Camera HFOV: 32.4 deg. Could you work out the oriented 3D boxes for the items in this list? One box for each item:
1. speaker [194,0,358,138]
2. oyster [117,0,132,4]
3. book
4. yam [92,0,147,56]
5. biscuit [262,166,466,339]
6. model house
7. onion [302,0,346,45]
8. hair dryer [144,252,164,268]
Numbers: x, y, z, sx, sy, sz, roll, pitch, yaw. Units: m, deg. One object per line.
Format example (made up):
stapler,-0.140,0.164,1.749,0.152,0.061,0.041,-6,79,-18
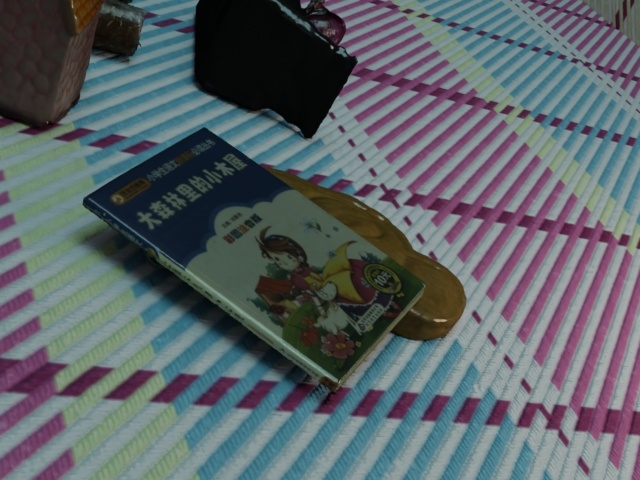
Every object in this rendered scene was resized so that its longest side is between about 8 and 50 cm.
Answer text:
speaker,-0.079,-0.328,1.689,0.184,0.180,0.388,24,27,-20
oyster,-0.342,-0.377,1.672,0.103,0.051,0.148,18,37,0
book,-0.061,0.007,1.162,0.322,0.018,0.228,35,35,10
yam,-0.319,-0.307,1.534,0.141,0.079,0.079,14,29,-27
biscuit,0.002,-0.004,1.299,0.376,0.051,0.269,26,25,2
model house,-0.370,-0.305,1.305,0.237,0.237,0.202,24,28,-4
onion,-0.014,-0.364,1.879,0.115,0.104,0.115,8,19,-3
hair dryer,-0.185,-0.015,1.172,0.124,0.038,0.063,31,27,24
